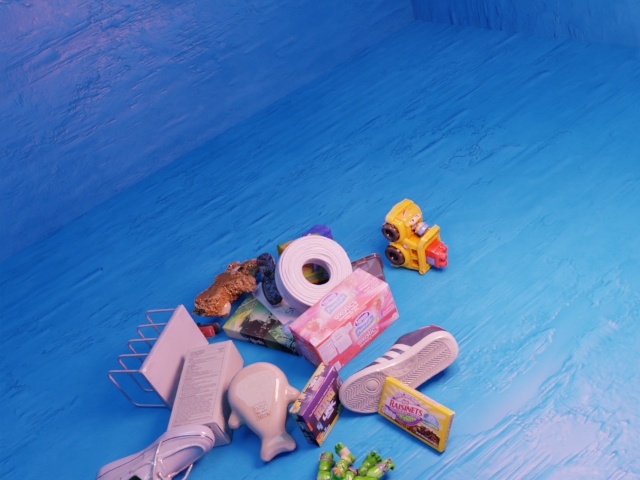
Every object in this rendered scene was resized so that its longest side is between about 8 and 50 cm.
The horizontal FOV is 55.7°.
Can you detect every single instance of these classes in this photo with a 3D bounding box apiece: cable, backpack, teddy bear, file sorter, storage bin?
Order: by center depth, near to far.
[{"bbox_3d":[-0.016,0.110,1.951,0.257,0.089,0.257,47,60,8],"label":"cable"},{"bbox_3d":[-0.529,0.381,1.969,0.173,0.192,0.277,-8,37,25],"label":"file sorter"},{"bbox_3d":[0.154,0.114,2.028,0.135,0.098,0.091,-22,45,2],"label":"storage bin"},{"bbox_3d":[-0.318,0.173,2.182,0.245,0.113,0.338,-18,19,17],"label":"teddy bear"},{"bbox_3d":[0.000,0.000,2.264,0.101,0.097,0.120,10,33,26],"label":"backpack"}]

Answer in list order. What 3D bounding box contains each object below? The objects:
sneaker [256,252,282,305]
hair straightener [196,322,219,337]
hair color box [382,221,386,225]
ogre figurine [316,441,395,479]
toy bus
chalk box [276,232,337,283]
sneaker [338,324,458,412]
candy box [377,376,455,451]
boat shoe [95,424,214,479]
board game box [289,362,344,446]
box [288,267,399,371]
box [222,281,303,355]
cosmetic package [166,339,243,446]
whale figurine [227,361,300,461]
[{"bbox_3d":[-0.163,0.141,2.090,0.080,0.081,0.211,-19,51,4],"label":"sneaker"},{"bbox_3d":[-0.454,0.326,2.139,0.231,0.047,0.089,-16,5,22],"label":"hair straightener"},{"bbox_3d":[0.293,-0.034,2.183,0.072,0.043,0.141,-32,34,-12],"label":"hair color box"},{"bbox_3d":[0.072,0.563,1.468,0.197,0.096,0.118,14,29,22],"label":"ogre figurine"},{"bbox_3d":[0.325,-0.001,1.975,0.212,0.220,0.149,23,50,39],"label":"toy bus"},{"bbox_3d":[-0.026,0.064,2.128,0.213,0.132,0.132,-17,26,-23],"label":"chalk box"},{"bbox_3d":[0.207,0.347,1.669,0.350,0.131,0.148,-28,14,2],"label":"sneaker"},{"bbox_3d":[0.237,0.435,1.528,0.027,0.105,0.206,2,14,-46],"label":"candy box"},{"bbox_3d":[-0.449,0.635,1.628,0.367,0.135,0.156,-24,34,3],"label":"boat shoe"},{"bbox_3d":[0.002,0.439,1.626,0.048,0.141,0.170,7,45,36],"label":"board game box"},{"bbox_3d":[0.073,0.244,1.834,0.300,0.154,0.142,-39,40,-20],"label":"box"},{"bbox_3d":[-0.141,0.255,2.031,0.322,0.058,0.232,5,43,37],"label":"box"},{"bbox_3d":[-0.339,0.461,1.818,0.160,0.113,0.309,-14,35,13],"label":"cosmetic package"},{"bbox_3d":[-0.150,0.480,1.697,0.216,0.141,0.271,-25,59,-3],"label":"whale figurine"}]
